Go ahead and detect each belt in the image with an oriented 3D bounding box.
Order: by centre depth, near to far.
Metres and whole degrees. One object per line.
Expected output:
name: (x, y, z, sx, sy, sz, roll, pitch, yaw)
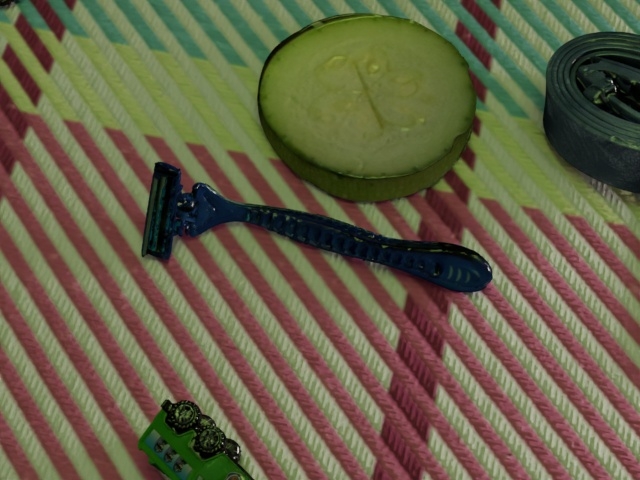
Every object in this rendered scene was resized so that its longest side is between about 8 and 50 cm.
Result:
belt: (0.307, -0.121, 1.276, 0.190, 0.082, 0.141, 28, 62, 25)

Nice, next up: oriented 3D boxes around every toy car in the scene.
toy car: (-0.079, 0.202, 1.091, 0.165, 0.071, 0.062, 42, 81, 19)

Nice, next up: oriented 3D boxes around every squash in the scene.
squash: (0.047, -0.138, 1.313, 0.219, 0.041, 0.219, 0, 56, 0)

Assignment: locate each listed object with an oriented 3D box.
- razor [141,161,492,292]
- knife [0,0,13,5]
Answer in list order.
razor: (0.000, -0.005, 1.225, 0.324, 0.093, 0.056, 11, 25, -1)
knife: (-0.281, -0.311, 1.405, 0.230, 0.028, 0.060, -42, 58, -20)
